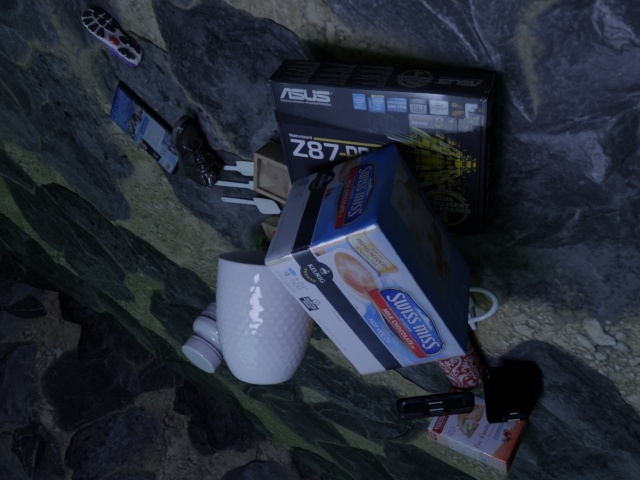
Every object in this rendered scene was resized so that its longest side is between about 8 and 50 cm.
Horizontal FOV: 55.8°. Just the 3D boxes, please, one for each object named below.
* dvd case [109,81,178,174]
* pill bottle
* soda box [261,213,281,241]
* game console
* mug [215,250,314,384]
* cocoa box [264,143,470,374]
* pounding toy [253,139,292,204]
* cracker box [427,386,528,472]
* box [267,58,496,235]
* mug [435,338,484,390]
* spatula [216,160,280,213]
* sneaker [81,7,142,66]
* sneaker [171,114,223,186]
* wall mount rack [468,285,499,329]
[{"bbox_3d":[-0.489,-0.313,1.723,0.253,0.022,0.180,43,147,-6],"label":"dvd case"},{"bbox_3d":[-0.302,0.268,1.978,0.176,0.318,0.176,27,147,19],"label":"pill bottle"},{"bbox_3d":[-0.077,-0.019,1.590,0.181,0.061,0.058,20,135,49],"label":"soda box"},{"bbox_3d":[0.374,0.404,1.549,0.361,0.044,0.213,-9,132,9],"label":"game console"},{"bbox_3d":[-0.125,0.204,1.694,0.276,0.374,0.328,7,98,28],"label":"mug"},{"bbox_3d":[0.107,0.046,1.120,0.228,0.231,0.347,-18,125,30],"label":"cocoa box"},{"bbox_3d":[-0.096,-0.160,1.461,0.130,0.100,0.141,25,135,20],"label":"pounding toy"},{"bbox_3d":[0.439,0.523,1.692,0.232,0.155,0.067,14,140,34],"label":"cracker box"},{"bbox_3d":[0.121,-0.173,1.144,0.395,0.097,0.318,11,137,21],"label":"box"},{"bbox_3d":[0.347,0.290,1.569,0.169,0.113,0.150,54,-171,-30],"label":"mug"},{"bbox_3d":[-0.222,-0.148,1.659,0.242,0.019,0.168,8,137,40],"label":"spatula"},{"bbox_3d":[-0.518,-0.492,1.487,0.170,0.068,0.071,46,153,-12],"label":"sneaker"},{"bbox_3d":[-0.317,-0.226,1.589,0.130,0.087,0.227,32,148,17],"label":"sneaker"},{"bbox_3d":[0.206,0.102,1.365,0.350,0.130,0.304,-17,126,20],"label":"wall mount rack"}]
